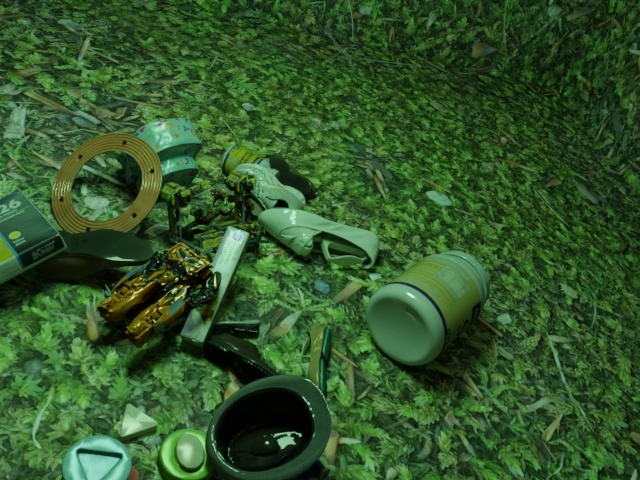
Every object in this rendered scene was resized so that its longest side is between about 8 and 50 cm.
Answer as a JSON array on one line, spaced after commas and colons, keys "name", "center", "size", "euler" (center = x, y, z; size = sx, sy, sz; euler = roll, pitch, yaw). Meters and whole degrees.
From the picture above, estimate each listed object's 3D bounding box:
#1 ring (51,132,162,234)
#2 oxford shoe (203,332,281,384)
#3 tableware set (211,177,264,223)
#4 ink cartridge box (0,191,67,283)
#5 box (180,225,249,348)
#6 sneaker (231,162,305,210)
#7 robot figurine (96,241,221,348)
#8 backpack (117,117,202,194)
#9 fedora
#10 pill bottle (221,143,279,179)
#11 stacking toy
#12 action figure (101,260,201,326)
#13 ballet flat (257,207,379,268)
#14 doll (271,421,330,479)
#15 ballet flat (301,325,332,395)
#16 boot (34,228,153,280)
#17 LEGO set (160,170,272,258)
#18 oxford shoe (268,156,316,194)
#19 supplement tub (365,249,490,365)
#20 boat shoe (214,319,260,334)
[{"name": "ring", "center": [-0.604, -0.152, 1.903], "size": [0.337, 0.032, 0.336], "euler": [-4, 70, 11]}, {"name": "oxford shoe", "center": [-0.173, 0.297, 1.670], "size": [0.227, 0.082, 0.096], "euler": [33, 36, 13]}, {"name": "tableware set", "center": [-0.267, -0.130, 2.163], "size": [0.194, 0.039, 0.128], "euler": [40, 30, 13]}, {"name": "ink cartridge box", "center": [-0.829, 0.000, 1.629], "size": [0.304, 0.072, 0.307], "euler": [-34, 54, -26]}, {"name": "box", "center": [-0.271, 0.119, 1.739], "size": [0.063, 0.067, 0.323], "euler": [20, 65, 0]}, {"name": "sneaker", "center": [-0.173, -0.154, 2.154], "size": [0.263, 0.099, 0.121], "euler": [28, 34, -6]}, {"name": "robot figurine", "center": [-0.383, 0.118, 1.636], "size": [0.211, 0.085, 0.291], "euler": [34, 58, 21]}, {"name": "backpack", "center": [-0.481, -0.260, 2.051], "size": [0.225, 0.253, 0.191], "euler": [-17, 72, -39]}, {"name": "fedora", "center": [-0.108, 0.432, 1.466], "size": [0.276, 0.124, 0.243], "euler": [-24, 52, -13]}, {"name": "pill bottle", "center": [-0.234, -0.242, 2.254], "size": [0.184, 0.103, 0.103], "euler": [28, 39, 10]}, {"name": "stacking toy", "center": [-0.350, 0.452, 1.369], "size": [0.309, 0.130, 0.279], "euler": [24, 39, 3]}, {"name": "action figure", "center": [-0.434, 0.139, 1.728], "size": [0.285, 0.099, 0.185], "euler": [-34, 69, -29]}, {"name": "ballet flat", "center": [0.000, 0.000, 2.067], "size": [0.401, 0.139, 0.139], "euler": [14, 39, -14]}, {"name": "doll", "center": [-0.059, 0.478, 1.535], "size": [0.129, 0.046, 0.189], "euler": [-26, 51, -32]}, {"name": "ballet flat", "center": [-0.015, 0.318, 1.740], "size": [0.073, 0.080, 0.232], "euler": [-6, 35, 11]}, {"name": "boot", "center": [-0.591, 0.044, 1.740], "size": [0.306, 0.115, 0.112], "euler": [3, 38, -11]}, {"name": "LEGO set", "center": [-0.278, -0.063, 1.903], "size": [0.332, 0.254, 0.192], "euler": [-7, 21, -43]}, {"name": "oxford shoe", "center": [-0.101, -0.217, 2.330], "size": [0.212, 0.076, 0.076], "euler": [39, 12, 25]}, {"name": "supplement tub", "center": [0.313, 0.180, 1.897], "size": [0.241, 0.241, 0.331], "euler": [39, 42, 21]}, {"name": "boat shoe", "center": [-0.220, 0.229, 1.761], "size": [0.125, 0.038, 0.046], "euler": [1, -2, -23]}]
